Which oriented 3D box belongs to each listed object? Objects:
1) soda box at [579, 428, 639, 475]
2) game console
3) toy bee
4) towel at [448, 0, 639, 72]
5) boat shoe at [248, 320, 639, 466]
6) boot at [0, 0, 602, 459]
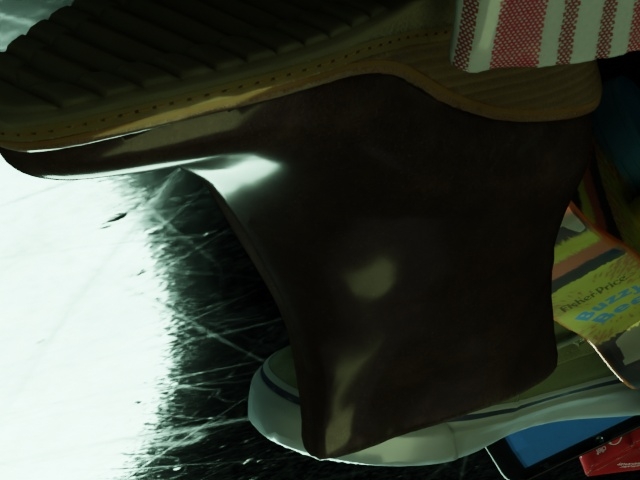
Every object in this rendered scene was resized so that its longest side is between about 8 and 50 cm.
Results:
[{"bbox_3d":[0.278,0.111,1.371,0.083,0.092,0.263,-34,157,34],"label":"soda box"},{"bbox_3d":[0.146,0.089,1.190,0.144,0.085,0.124,-29,159,19],"label":"game console"},{"bbox_3d":[0.149,0.006,0.872,0.298,0.162,0.195,-3,151,-42],"label":"toy bee"},{"bbox_3d":[0.135,-0.131,0.616,0.197,0.029,0.144,-10,130,-22],"label":"towel"},{"bbox_3d":[0.098,0.054,1.066,0.302,0.109,0.094,-8,119,-28],"label":"boat shoe"},{"bbox_3d":[0.000,0.000,0.678,0.248,0.090,0.207,-17,124,-28],"label":"boot"}]
